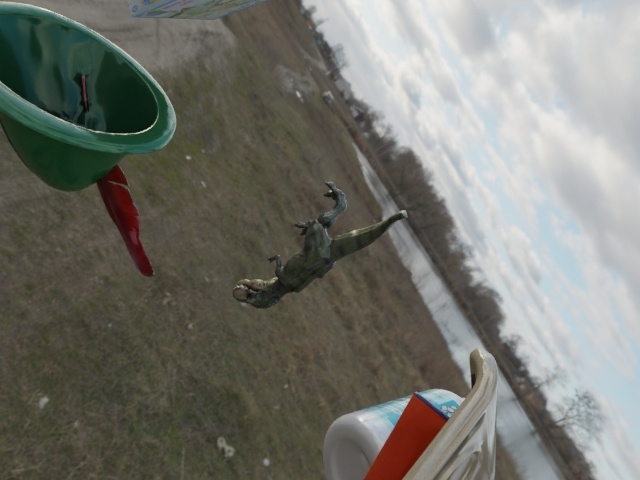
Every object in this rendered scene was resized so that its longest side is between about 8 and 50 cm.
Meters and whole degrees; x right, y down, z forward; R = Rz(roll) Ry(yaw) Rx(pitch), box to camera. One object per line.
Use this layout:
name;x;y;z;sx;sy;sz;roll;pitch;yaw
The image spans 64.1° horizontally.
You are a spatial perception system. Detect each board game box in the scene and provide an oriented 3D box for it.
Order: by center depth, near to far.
board game box;-0.087;-0.232;0.463;0.103;0.154;0.026;-27;113;-49

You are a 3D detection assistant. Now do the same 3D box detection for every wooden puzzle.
wooden puzzle;0.056;0.292;0.479;0.080;0.348;0.322;28;-24;33

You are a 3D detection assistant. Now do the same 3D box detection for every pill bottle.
pill bottle;0.144;0.307;0.764;0.263;0.146;0.146;-1;55;-39

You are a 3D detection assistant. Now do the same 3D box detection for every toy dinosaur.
toy dinosaur;0.000;0.000;0.648;0.064;0.268;0.118;37;36;-32

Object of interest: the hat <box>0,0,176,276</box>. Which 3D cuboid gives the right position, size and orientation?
hat;-0.241;-0.070;0.462;0.208;0.184;0.173;47;31;8
